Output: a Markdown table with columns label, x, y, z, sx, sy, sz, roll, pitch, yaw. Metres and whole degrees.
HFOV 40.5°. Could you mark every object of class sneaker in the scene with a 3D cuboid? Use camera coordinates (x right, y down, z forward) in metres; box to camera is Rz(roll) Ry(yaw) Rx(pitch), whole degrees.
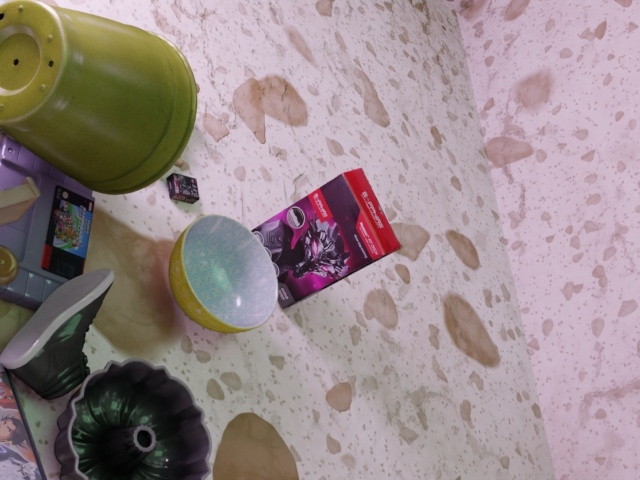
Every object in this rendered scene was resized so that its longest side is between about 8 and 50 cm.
| label | x | y | z | sx | sy | sz | roll | pitch | yaw |
| --- | --- | --- | --- | --- | --- | --- | --- | --- | --- |
| sneaker | -0.490 | 0.188 | 1.713 | 0.295 | 0.105 | 0.146 | -54 | 133 | -40 |

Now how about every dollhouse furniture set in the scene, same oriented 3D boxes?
| label | x | y | z | sx | sy | sz | roll | pitch | yaw |
| --- | --- | --- | --- | --- | --- | --- | --- | --- | --- |
| dollhouse furniture set | -0.676 | -0.141 | 1.639 | 0.161 | 0.212 | 0.242 | -26 | 82 | -51 |

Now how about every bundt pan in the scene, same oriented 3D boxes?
| label | x | y | z | sx | sy | sz | roll | pitch | yaw |
| --- | --- | --- | --- | --- | --- | --- | --- | --- | --- |
| bundt pan | -0.378 | 0.405 | 1.704 | 0.331 | 0.124 | 0.330 | 28 | 47 | -34 |

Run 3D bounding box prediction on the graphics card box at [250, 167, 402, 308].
| label | x | y | z | sx | sy | sz | roll | pitch | yaw |
| --- | --- | --- | --- | --- | --- | --- | --- | --- | --- |
| graphics card box | 0.000 | 0.000 | 2.222 | 0.094 | 0.371 | 0.232 | -20 | 83 | -54 |

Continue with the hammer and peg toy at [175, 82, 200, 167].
| label | x | y | z | sx | sy | sz | roll | pitch | yaw |
| --- | --- | --- | --- | --- | --- | --- | --- | --- | --- |
| hammer and peg toy | -0.445 | -0.315 | 2.127 | 0.266 | 0.127 | 0.361 | 40 | 41 | -27 |

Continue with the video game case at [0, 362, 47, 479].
| label | x | y | z | sx | sy | sz | roll | pitch | yaw |
| --- | --- | --- | --- | --- | --- | --- | --- | --- | --- |
| video game case | -0.620 | 0.317 | 1.483 | 0.248 | 0.035 | 0.274 | 9 | 42 | -51 |

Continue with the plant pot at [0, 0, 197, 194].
| label | x | y | z | sx | sy | sz | roll | pitch | yaw |
| --- | --- | --- | --- | --- | --- | --- | --- | --- | --- |
| plant pot | -0.488 | -0.302 | 1.705 | 0.353 | 0.367 | 0.366 | 21 | 47 | -67 |

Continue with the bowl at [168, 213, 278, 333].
| label | x | y | z | sx | sy | sz | roll | pitch | yaw |
| --- | --- | --- | --- | --- | --- | --- | --- | --- | --- |
| bowl | -0.255 | 0.099 | 2.034 | 0.290 | 0.156 | 0.289 | 28 | 46 | -34 |

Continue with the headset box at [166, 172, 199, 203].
| label | x | y | z | sx | sy | sz | roll | pitch | yaw |
| --- | --- | --- | --- | --- | --- | --- | --- | --- | --- |
| headset box | -0.350 | -0.132 | 2.188 | 0.083 | 0.032 | 0.062 | 12 | 57 | -44 |

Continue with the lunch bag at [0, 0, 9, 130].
| label | x | y | z | sx | sy | sz | roll | pitch | yaw |
| --- | --- | --- | --- | --- | --- | --- | --- | --- | --- |
| lunch bag | -0.707 | -0.389 | 1.887 | 0.224 | 0.108 | 0.279 | 41 | 40 | -21 |

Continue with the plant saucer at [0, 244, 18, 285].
| label | x | y | z | sx | sy | sz | roll | pitch | yaw |
| --- | --- | --- | --- | --- | --- | --- | --- | --- | --- |
| plant saucer | -0.620 | 0.045 | 1.674 | 0.083 | 0.015 | 0.083 | 22 | 58 | -39 |

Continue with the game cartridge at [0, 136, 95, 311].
| label | x | y | z | sx | sy | sz | roll | pitch | yaw |
| --- | --- | --- | --- | --- | --- | --- | --- | --- | --- |
| game cartridge | -0.593 | -0.027 | 1.811 | 0.230 | 0.068 | 0.354 | 24 | 49 | -33 |
